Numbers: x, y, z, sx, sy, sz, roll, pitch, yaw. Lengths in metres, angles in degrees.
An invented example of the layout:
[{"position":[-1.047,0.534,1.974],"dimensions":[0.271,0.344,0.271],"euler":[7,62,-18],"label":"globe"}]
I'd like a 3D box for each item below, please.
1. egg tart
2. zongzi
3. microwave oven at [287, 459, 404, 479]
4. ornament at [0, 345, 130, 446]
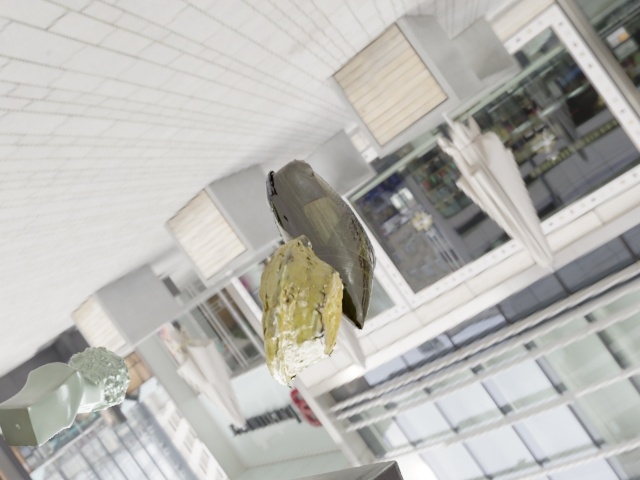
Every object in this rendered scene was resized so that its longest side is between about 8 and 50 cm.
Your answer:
[{"position":[-0.030,0.151,1.482],"dimensions":[0.132,0.341,0.341],"euler":[3,-168,15],"label":"egg tart"},{"position":[0.000,0.000,1.734],"dimensions":[0.208,0.403,0.432],"euler":[-30,-165,8],"label":"zongzi"},{"position":[-0.088,0.507,0.926],"dimensions":[0.375,0.236,0.432],"euler":[-24,172,36],"label":"microwave oven"},{"position":[-0.427,0.258,1.173],"dimensions":[0.130,0.120,0.285],"euler":[-5,-178,9],"label":"ornament"}]
